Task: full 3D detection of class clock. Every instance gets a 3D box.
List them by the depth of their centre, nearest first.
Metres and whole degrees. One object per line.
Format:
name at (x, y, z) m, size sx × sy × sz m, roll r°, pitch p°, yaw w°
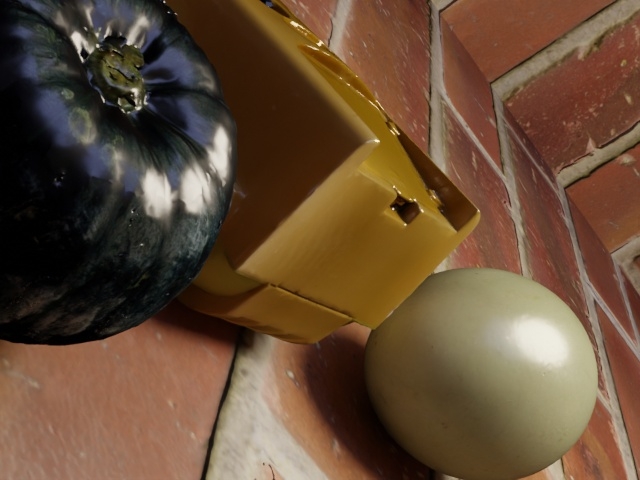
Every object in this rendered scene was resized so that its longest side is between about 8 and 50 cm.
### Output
clock at (-0.057, -0.089, 0.973) m, size 0.317 × 0.200 × 0.244 m, roll 58°, pitch 13°, yaw 30°

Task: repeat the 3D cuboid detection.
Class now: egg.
egg at (0.139, 0.117, 1.104) m, size 0.253 × 0.188 × 0.189 m, roll 22°, pitch 39°, yaw -53°

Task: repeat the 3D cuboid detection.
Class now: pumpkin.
pumpkin at (-0.155, -0.058, 0.676) m, size 0.233 × 0.163 × 0.233 m, roll 37°, pitch 36°, yaw -33°
